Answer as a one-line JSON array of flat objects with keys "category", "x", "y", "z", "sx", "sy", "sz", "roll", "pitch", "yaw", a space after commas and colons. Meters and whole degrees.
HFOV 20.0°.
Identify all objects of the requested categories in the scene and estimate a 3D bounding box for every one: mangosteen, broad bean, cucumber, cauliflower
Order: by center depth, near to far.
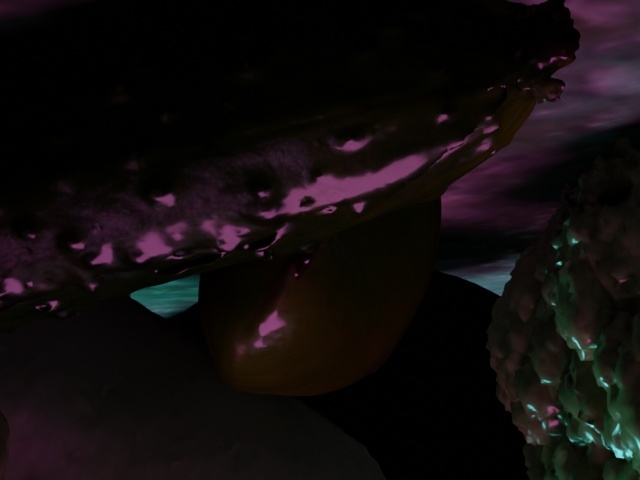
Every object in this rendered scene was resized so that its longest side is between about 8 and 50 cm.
[{"category": "cucumber", "x": -0.047, "y": -0.017, "z": 0.411, "sx": 0.227, "sy": 0.069, "sz": 0.069, "roll": -13, "pitch": 170, "yaw": 24}, {"category": "broad bean", "x": 0.007, "y": 0.004, "z": 0.565, "sx": 0.075, "sy": 0.067, "sz": 0.325, "roll": -30, "pitch": 178, "yaw": 4}, {"category": "cauliflower", "x": 0.208, "y": 0.039, "z": 0.673, "sx": 0.250, "sy": 0.275, "sz": 0.272, "roll": -43, "pitch": 158, "yaw": -31}, {"category": "mangosteen", "x": 0.014, "y": 0.136, "z": 0.920, "sx": 0.297, "sy": 0.293, "sz": 0.297, "roll": 2, "pitch": 148, "yaw": 1}]

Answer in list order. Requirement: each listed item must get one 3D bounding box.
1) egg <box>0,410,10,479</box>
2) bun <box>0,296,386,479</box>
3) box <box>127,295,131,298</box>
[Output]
[{"category": "egg", "x": -0.180, "y": 0.057, "z": 0.338, "sx": 0.245, "sy": 0.203, "sz": 0.203, "roll": -10, "pitch": 173, "yaw": 0}, {"category": "bun", "x": -0.126, "y": 0.118, "z": 0.583, "sx": 0.293, "sy": 0.187, "sz": 0.293, "roll": 15, "pitch": 159, "yaw": 6}, {"category": "box", "x": -0.163, "y": 0.035, "z": 0.756, "sx": 0.207, "sy": 0.050, "sz": 0.041, "roll": -12, "pitch": 174, "yaw": 37}]
